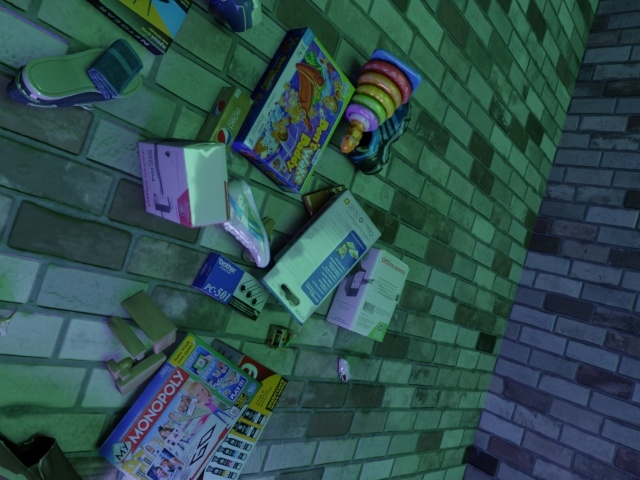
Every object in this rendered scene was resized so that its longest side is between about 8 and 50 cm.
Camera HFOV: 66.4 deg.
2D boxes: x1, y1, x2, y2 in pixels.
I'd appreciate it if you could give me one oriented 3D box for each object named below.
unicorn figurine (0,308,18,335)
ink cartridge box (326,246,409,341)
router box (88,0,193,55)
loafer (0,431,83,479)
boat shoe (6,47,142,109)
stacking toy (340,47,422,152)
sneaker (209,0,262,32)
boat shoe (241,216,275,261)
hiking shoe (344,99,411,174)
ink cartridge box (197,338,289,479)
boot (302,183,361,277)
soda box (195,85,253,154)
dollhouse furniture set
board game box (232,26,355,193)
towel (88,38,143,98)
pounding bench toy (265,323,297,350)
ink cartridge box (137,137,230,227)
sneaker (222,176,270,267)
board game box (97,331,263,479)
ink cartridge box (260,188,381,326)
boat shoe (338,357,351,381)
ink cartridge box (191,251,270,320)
[{"bbox_3d":[-0.608,0.193,0.851,0.161,0.060,0.111,-6,105,-46],"label":"unicorn figurine"},{"bbox_3d":[0.161,0.172,1.612,0.198,0.114,0.273,31,78,-46],"label":"ink cartridge box"},{"bbox_3d":[-0.354,-0.474,0.954,0.179,0.046,0.133,33,76,-46],"label":"router box"},{"bbox_3d":[-0.538,0.454,0.937,0.130,0.133,0.366,-55,133,-20],"label":"loafer"},{"bbox_3d":[-0.435,-0.286,0.887,0.254,0.079,0.095,-48,122,-55],"label":"boat shoe"},{"bbox_3d":[0.137,-0.372,1.391,0.165,0.175,0.302,33,78,-2],"label":"stacking toy"},{"bbox_3d":[-0.260,-0.568,0.988,0.182,0.127,0.316,-38,128,-21],"label":"sneaker"},{"bbox_3d":[-0.154,0.001,1.288,0.050,0.045,0.135,43,69,-44],"label":"boat shoe"},{"bbox_3d":[0.185,-0.355,1.502,0.132,0.113,0.304,36,72,-41],"label":"hiking shoe"},{"bbox_3d":[-0.230,0.458,1.267,0.272,0.130,0.310,45,68,-44],"label":"ink cartridge box"},{"bbox_3d":[0.000,0.000,1.420,0.264,0.096,0.281,-23,111,-27],"label":"boot"},{"bbox_3d":[-0.228,-0.263,1.129,0.058,0.061,0.181,36,73,-45],"label":"soda box"},{"bbox_3d":[-0.417,0.228,1.086,0.144,0.123,0.151,-34,158,-35],"label":"dollhouse furniture set"},{"bbox_3d":[-0.066,-0.331,1.270,0.233,0.078,0.347,39,72,-44],"label":"board game box"},{"bbox_3d":[-0.372,-0.317,0.896,0.067,0.029,0.120,60,33,-39],"label":"towel"},{"bbox_3d":[-0.106,0.282,1.383,0.052,0.083,0.065,19,86,-47],"label":"pounding bench toy"},{"bbox_3d":[-0.281,-0.124,0.996,0.092,0.217,0.159,-14,110,-38],"label":"ink cartridge box"},{"bbox_3d":[-0.190,-0.035,1.201,0.092,0.087,0.229,-23,102,-15],"label":"sneaker"},{"bbox_3d":[-0.310,0.400,1.107,0.317,0.213,0.046,-55,174,-16],"label":"board game box"},{"bbox_3d":[0.002,0.041,1.355,0.371,0.069,0.176,-48,110,-25],"label":"ink cartridge box"},{"bbox_3d":[0.078,0.440,1.656,0.035,0.035,0.100,-43,135,-34],"label":"boat shoe"},{"bbox_3d":[-0.221,0.121,1.249,0.207,0.046,0.097,43,68,-43],"label":"ink cartridge box"}]
